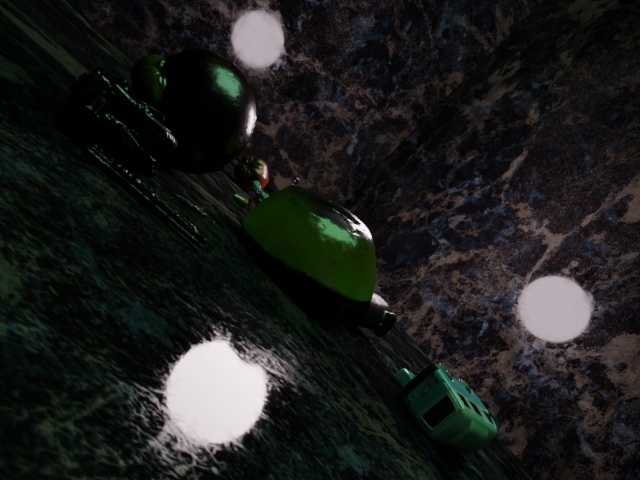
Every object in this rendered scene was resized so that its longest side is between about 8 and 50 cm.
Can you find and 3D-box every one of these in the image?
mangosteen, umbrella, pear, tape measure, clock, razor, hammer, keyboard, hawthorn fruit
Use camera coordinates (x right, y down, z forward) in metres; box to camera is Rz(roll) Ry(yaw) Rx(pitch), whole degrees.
[{"bbox_3d":[-0.304,-0.303,1.134,0.311,0.311,0.311,45,3,-3],"label":"mangosteen"},{"bbox_3d":[-0.260,-0.067,0.994,0.122,0.013,0.022,44,24,-43],"label":"umbrella"},{"bbox_3d":[0.001,-0.004,1.225,0.398,0.165,0.399,31,16,-10],"label":"pear"},{"bbox_3d":[-0.337,-0.205,0.834,0.186,0.112,0.199,48,-4,-34],"label":"tape measure"},{"bbox_3d":[0.274,0.422,1.334,0.147,0.045,0.108,44,4,-32],"label":"clock"},{"bbox_3d":[0.094,0.181,1.472,0.326,0.107,0.189,35,9,-44],"label":"razor"},{"bbox_3d":[-0.306,-0.171,1.685,0.060,0.028,0.195,35,5,-35],"label":"hammer"},{"bbox_3d":[-0.274,-0.071,0.779,0.231,0.023,0.072,44,1,-21],"label":"keyboard"},{"bbox_3d":[-0.296,-0.278,2.146,0.163,0.162,0.204,46,-12,21],"label":"hawthorn fruit"}]

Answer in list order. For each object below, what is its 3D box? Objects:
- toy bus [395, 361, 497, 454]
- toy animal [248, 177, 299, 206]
[{"bbox_3d":[0.324,0.425,1.181,0.271,0.133,0.165,39,11,-42],"label":"toy bus"},{"bbox_3d":[-0.185,-0.125,1.775,0.160,0.272,0.197,28,-42,23],"label":"toy animal"}]
